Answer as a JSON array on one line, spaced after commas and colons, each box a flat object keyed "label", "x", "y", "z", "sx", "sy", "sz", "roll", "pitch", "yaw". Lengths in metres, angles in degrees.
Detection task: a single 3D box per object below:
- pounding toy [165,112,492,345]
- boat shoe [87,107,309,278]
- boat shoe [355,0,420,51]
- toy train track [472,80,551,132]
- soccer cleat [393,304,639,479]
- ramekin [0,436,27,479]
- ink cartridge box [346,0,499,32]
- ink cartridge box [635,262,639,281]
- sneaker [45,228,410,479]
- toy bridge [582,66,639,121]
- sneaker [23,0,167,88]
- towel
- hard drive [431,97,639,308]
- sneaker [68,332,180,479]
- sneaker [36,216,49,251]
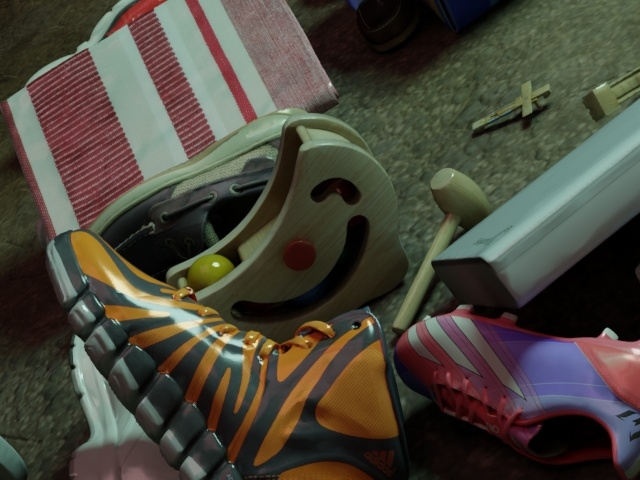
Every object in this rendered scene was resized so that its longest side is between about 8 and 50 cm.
[{"label": "pounding toy", "x": 0.000, "y": 0.000, "z": 1.246, "sx": 0.269, "sy": 0.154, "sz": 0.155, "roll": -34, "pitch": 27, "yaw": 3}, {"label": "boat shoe", "x": -0.115, "y": -0.020, "z": 1.471, "sx": 0.285, "sy": 0.103, "sz": 0.092, "roll": -32, "pitch": 60, "yaw": 8}, {"label": "boat shoe", "x": 0.066, "y": -0.288, "z": 1.718, "sx": 0.073, "sy": 0.073, "sz": 0.207, "roll": -26, "pitch": 30, "yaw": 15}, {"label": "toy train track", "x": 0.178, "y": -0.119, "z": 1.390, "sx": 0.083, "sy": 0.014, "sz": 0.048, "roll": -27, "pitch": 35, "yaw": 28}, {"label": "soccer cleat", "x": 0.131, "y": 0.104, "z": 1.022, "sx": 0.248, "sy": 0.083, "sz": 0.095, "roll": 3, "pitch": 50, "yaw": 46}, {"label": "ramekin", "x": -0.369, "y": 0.201, "z": 1.296, "sx": 0.207, "sy": 0.207, "sz": 0.109, "roll": -4, "pitch": 49, "yaw": 45}, {"label": "ink cartridge box", "x": 0.163, "y": -0.411, "z": 1.620, "sx": 0.395, "sy": 0.151, "sz": 0.270, "roll": -35, "pitch": 54, "yaw": -3}, {"label": "ink cartridge box", "x": 0.350, "y": -0.031, "z": 1.021, "sx": 0.206, "sy": 0.045, "sz": 0.208, "roll": 1, "pitch": 42, "yaw": 49}, {"label": "sneaker", "x": -0.054, "y": 0.083, "z": 1.096, "sx": 0.180, "sy": 0.124, "sz": 0.321, "roll": -38, "pitch": 72, "yaw": -5}, {"label": "toy bridge", "x": 0.301, "y": -0.156, "z": 1.272, "sx": 0.188, "sy": 0.026, "sz": 0.063, "roll": -32, "pitch": -2, "yaw": -10}, {"label": "sneaker", "x": -0.257, "y": -0.222, "z": 1.978, "sx": 0.279, "sy": 0.107, "sz": 0.118, "roll": -43, "pitch": 47, "yaw": -9}, {"label": "towel", "x": -0.163, "y": -0.142, "z": 1.576, "sx": 0.329, "sy": 0.037, "sz": 0.237, "roll": -30, "pitch": 53, "yaw": 4}, {"label": "hard drive", "x": 0.247, "y": -0.076, "z": 1.116, "sx": 0.353, "sy": 0.047, "sz": 0.233, "roll": -38, "pitch": 2, "yaw": -5}, {"label": "sneaker", "x": -0.134, "y": 0.147, "z": 1.247, "sx": 0.129, "sy": 0.111, "sz": 0.297, "roll": -21, "pitch": 35, "yaw": 2}, {"label": "sneaker", "x": -0.160, "y": -0.051, "z": 1.600, "sx": 0.281, "sy": 0.105, "sz": 0.115, "roll": -41, "pitch": 49, "yaw": -6}]
